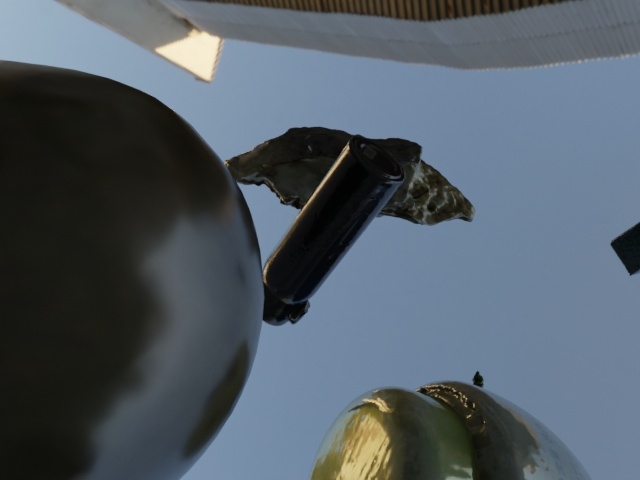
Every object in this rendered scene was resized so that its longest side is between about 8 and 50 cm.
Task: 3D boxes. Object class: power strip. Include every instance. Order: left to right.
[{"bbox_3d":[0.453,-0.008,0.910,0.123,0.032,0.056,-48,-120,44],"label":"power strip"}]

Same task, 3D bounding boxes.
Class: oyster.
[{"bbox_3d":[0.046,-0.095,0.944,0.341,0.166,0.110,14,-68,16],"label":"oyster"}]

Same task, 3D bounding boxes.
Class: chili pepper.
[{"bbox_3d":[0.241,0.236,1.012,0.027,0.022,0.083,-38,-114,52],"label":"chili pepper"}]

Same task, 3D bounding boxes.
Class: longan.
[{"bbox_3d":[-0.211,0.036,0.484,0.361,0.361,0.361,-11,-110,32],"label":"longan"}]

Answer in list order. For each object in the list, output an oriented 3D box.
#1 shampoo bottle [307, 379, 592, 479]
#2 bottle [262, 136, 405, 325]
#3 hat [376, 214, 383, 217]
[{"bbox_3d":[0.161,0.337,0.823,0.322,0.317,0.322,-52,-154,40],"label":"shampoo bottle"},{"bbox_3d":[0.000,0.000,0.764,0.082,0.072,0.244,43,-59,7],"label":"bottle"},{"bbox_3d":[0.097,-0.059,1.278,0.042,0.087,0.058,65,-21,2],"label":"hat"}]
